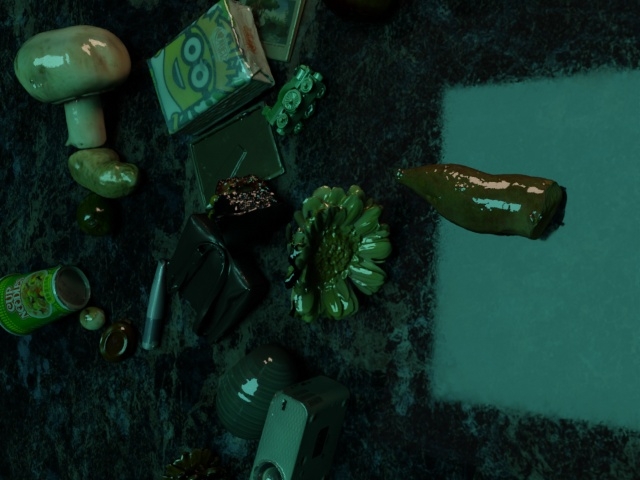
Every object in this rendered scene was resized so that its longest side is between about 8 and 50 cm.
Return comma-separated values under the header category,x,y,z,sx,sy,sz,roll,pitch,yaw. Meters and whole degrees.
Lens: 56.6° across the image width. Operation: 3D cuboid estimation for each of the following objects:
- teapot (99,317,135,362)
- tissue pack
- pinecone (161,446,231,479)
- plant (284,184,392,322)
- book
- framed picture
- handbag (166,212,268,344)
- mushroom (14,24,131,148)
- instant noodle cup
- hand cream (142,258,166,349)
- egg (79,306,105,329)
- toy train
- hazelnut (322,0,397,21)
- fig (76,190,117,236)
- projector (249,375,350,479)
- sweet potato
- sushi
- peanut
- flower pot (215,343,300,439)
category,x,y,z,sx,sy,sz,roll,pitch,yaw
teapot,-0.593,0.293,1.746,0.098,0.078,0.129,16,87,-10
tissue pack,-0.286,-0.437,1.531,0.310,0.128,0.228,-24,81,33
pinecone,-0.317,0.643,1.525,0.179,0.150,0.195,-47,70,15
plant,-0.005,0.006,1.289,0.306,0.261,0.297,-47,67,9
book,-0.126,-0.607,1.511,0.214,0.025,0.283,19,100,31
framed picture,-0.228,-0.218,1.565,0.281,0.019,0.209,-20,79,29
handbag,-0.292,0.101,1.549,0.285,0.113,0.257,49,119,22
mushroom,-0.700,-0.445,1.727,0.314,0.314,0.337,12,117,30
instant noodle cup,-0.847,0.170,1.839,0.232,0.207,0.207,-18,80,21
hand cream,-0.464,0.180,1.678,0.079,0.048,0.256,-160,77,-64
egg,-0.694,0.235,1.804,0.083,0.071,0.072,16,97,45
toy train,-0.061,-0.342,1.442,0.178,0.071,0.105,-53,54,20
hazelnut,0.079,-0.570,1.312,0.203,0.178,0.178,14,97,-1
fig,-0.670,-0.100,1.780,0.117,0.117,0.178,-30,56,27
projector,-0.042,0.449,1.335,0.108,0.198,0.251,20,98,30
sweet potato,0.296,-0.084,1.191,0.336,0.131,0.131,13,96,31
sushi,-0.190,-0.083,1.461,0.172,0.153,0.150,-31,53,-14
peanut,-0.631,-0.199,1.747,0.253,0.122,0.137,28,87,26
flower pot,-0.145,0.359,1.404,0.157,0.189,0.243,33,115,17
